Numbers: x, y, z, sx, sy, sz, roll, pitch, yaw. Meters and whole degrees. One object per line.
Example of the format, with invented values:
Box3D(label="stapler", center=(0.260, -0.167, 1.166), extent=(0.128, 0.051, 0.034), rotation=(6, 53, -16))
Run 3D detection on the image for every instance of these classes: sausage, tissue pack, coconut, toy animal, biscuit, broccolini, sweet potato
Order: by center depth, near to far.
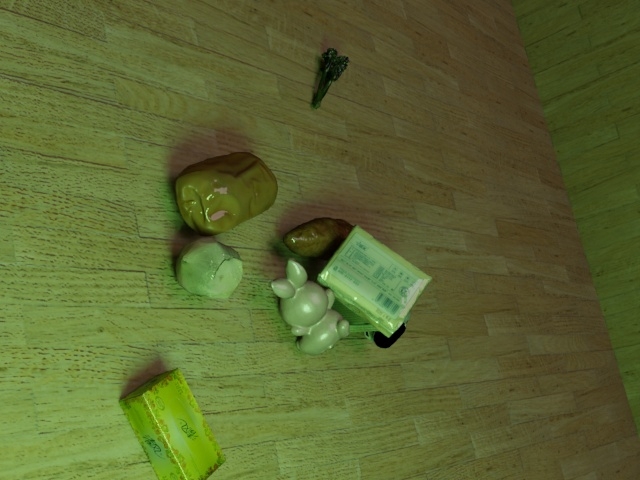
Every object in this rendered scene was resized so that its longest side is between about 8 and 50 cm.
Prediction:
Box3D(label="tissue pack", center=(-0.231, 0.303, 1.389), extent=(0.095, 0.062, 0.176), rotation=(-34, 99, -56))
Box3D(label="coconut", center=(-0.199, 0.048, 1.534), extent=(0.124, 0.110, 0.110), rotation=(19, 57, -54))
Box3D(label="sausage", center=(-0.173, -0.092, 1.641), extent=(0.241, 0.120, 0.136), rotation=(-25, 104, -57))
Box3D(label="toy animal", center=(-0.035, 0.118, 1.722), extent=(0.212, 0.124, 0.124), rotation=(58, 34, -23))
Box3D(label="tissue pack", center=(0.105, 0.082, 1.792), extent=(0.196, 0.092, 0.148), rotation=(37, 67, 3))
Box3D(label="sweet potato", center=(0.000, 0.000, 1.860), extent=(0.252, 0.097, 0.097), rotation=(-7, 78, -58))
Box3D(label="biscuit", center=(0.091, 0.112, 1.900), extent=(0.040, 0.121, 0.199), rotation=(63, 30, -42))
Box3D(label="broccolini", center=(0.007, -0.390, 2.149), extent=(0.074, 0.058, 0.201), rotation=(38, 57, -16))

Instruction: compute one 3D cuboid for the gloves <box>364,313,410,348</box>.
Box3D(label="gloves", center=(0.140, 0.146, 1.958), extent=(0.111, 0.127, 0.212), rotation=(5, 28, -13))
